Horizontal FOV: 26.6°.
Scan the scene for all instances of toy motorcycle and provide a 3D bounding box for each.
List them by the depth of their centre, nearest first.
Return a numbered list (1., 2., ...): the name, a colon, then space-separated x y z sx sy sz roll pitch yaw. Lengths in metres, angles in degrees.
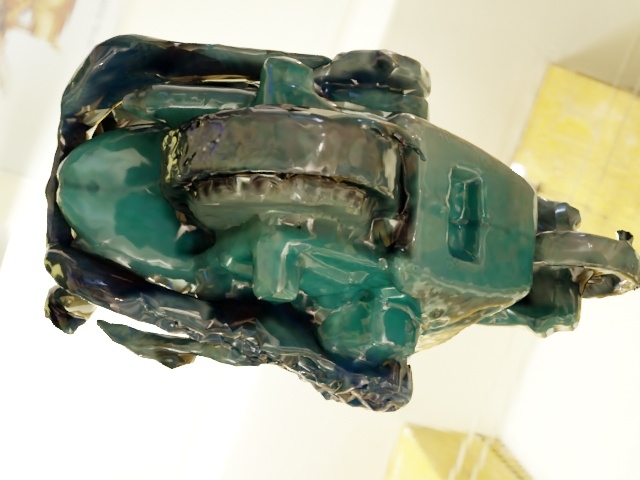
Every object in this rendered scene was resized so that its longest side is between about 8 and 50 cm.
1. toy motorcycle: 0.000 0.000 0.592 0.206 0.260 0.154 -11 -110 41
